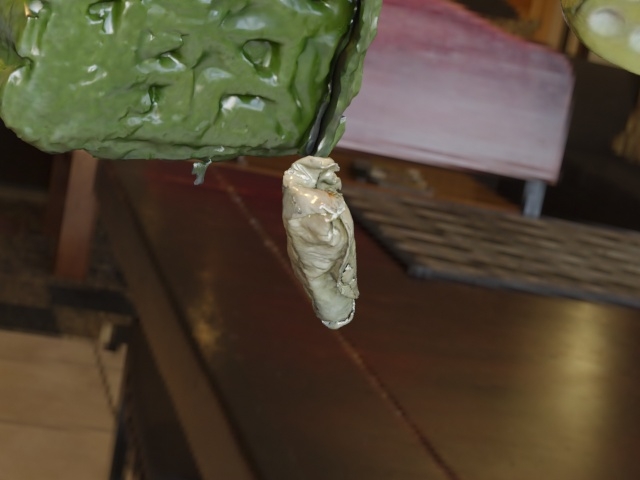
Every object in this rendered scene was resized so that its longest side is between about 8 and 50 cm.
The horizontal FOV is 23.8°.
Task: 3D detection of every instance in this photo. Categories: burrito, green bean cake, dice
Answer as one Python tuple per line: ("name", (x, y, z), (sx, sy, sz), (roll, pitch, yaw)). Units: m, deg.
("burrito", (0.000, 0.000, 0.906), (0.041, 0.055, 0.149), (-15, -27, -3))
("green bean cake", (-0.125, -0.223, 1.269), (0.319, 0.335, 0.218), (-1, 25, -35))
("dice", (0.365, -0.288, 1.624), (0.169, 0.166, 0.169), (21, 51, -9))
